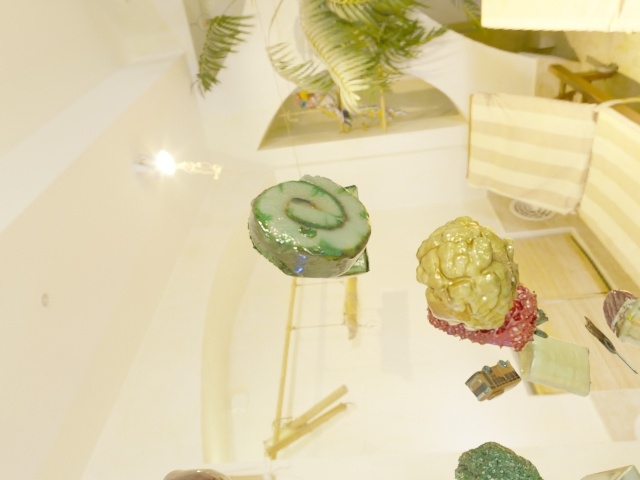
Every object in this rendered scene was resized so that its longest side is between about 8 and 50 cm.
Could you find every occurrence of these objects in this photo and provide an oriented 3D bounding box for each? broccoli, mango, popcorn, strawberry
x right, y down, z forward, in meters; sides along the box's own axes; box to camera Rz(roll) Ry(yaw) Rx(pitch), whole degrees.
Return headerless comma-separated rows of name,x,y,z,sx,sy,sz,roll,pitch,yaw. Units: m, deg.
broccoli,0.510,0.711,1.357,0.294,0.265,0.246,-86,6,-72
mango,-0.286,0.596,1.112,0.133,0.267,0.111,3,-105,-44
popcorn,0.300,0.066,0.968,0.250,0.190,0.250,-2,-88,-58
strawberry,0.400,0.158,1.116,0.188,0.286,0.106,-81,-11,-49

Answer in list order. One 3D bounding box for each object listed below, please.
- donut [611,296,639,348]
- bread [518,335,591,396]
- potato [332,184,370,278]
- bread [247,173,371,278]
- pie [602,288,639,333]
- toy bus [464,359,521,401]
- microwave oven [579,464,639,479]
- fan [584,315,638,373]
donut,1.139,0.227,1.581,0.150,0.371,0.307,41,158,39
bread,0.597,0.309,1.203,0.060,0.178,0.140,119,165,-56
potato,0.000,0.000,1.638,0.213,0.279,0.331,116,148,-64
bread,-0.033,-0.060,1.408,0.382,0.366,0.129,-93,21,-46
pie,1.215,0.296,1.884,0.219,0.054,0.205,-109,8,-76
toy bus,0.669,0.546,1.828,0.114,0.200,0.098,58,138,34
microwave oven,0.984,0.971,1.535,0.218,0.286,0.355,-48,59,44
fan,0.965,0.352,1.572,0.227,0.008,0.152,50,-154,15
